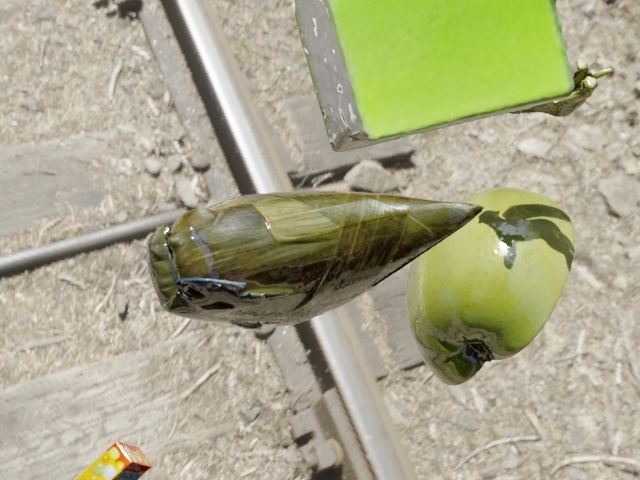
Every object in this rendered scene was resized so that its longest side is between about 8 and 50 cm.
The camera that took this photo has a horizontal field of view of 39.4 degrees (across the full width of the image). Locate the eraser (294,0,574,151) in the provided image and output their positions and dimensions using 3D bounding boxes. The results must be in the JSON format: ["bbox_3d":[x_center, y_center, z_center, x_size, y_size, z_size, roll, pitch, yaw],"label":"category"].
[{"bbox_3d":[0.120,-0.220,0.946,0.274,0.092,0.210,-18,94,-25],"label":"eraser"}]

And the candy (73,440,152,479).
[{"bbox_3d":[-0.273,0.304,1.100,0.122,0.062,0.038,-42,65,-3],"label":"candy"}]

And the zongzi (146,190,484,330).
[{"bbox_3d":[0.000,0.000,1.320,0.403,0.432,0.207,10,63,-68],"label":"zongzi"}]

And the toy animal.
[{"bbox_3d":[0.366,-0.238,1.448,0.181,0.136,0.073,-1,66,-6],"label":"toy animal"}]

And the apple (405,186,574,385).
[{"bbox_3d":[0.316,0.083,1.711,0.312,0.320,0.360,6,47,15],"label":"apple"}]
